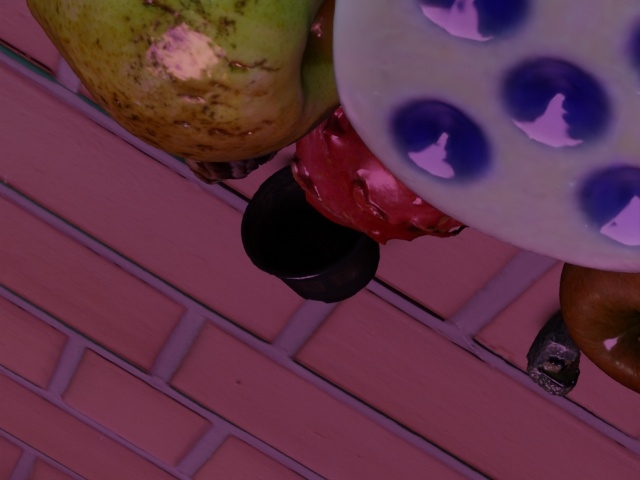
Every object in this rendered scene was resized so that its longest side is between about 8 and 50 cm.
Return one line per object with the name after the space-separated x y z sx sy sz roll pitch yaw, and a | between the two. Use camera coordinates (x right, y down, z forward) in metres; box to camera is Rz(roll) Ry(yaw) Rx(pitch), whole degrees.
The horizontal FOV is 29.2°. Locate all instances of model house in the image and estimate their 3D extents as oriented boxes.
0.280 0.125 1.418 0.066 0.078 0.083 25 144 2 | model house

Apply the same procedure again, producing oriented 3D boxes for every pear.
-0.086 -0.190 0.927 0.271 0.271 0.271 19 144 14 | pear

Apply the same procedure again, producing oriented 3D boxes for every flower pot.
0.000 0.000 1.404 0.157 0.157 0.107 9 152 26 | flower pot

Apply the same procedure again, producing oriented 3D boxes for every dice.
0.192 -0.170 0.809 0.304 0.277 0.304 21 141 12 | dice

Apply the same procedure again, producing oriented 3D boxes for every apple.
0.356 0.045 1.181 0.237 0.207 0.237 29 139 29 | apple

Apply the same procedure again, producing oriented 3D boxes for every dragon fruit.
0.065 -0.099 1.190 0.268 0.210 0.205 -158 54 -72 | dragon fruit

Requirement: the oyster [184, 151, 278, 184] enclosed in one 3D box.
-0.113 -0.152 1.252 0.275 0.100 0.271 40 151 58 | oyster
